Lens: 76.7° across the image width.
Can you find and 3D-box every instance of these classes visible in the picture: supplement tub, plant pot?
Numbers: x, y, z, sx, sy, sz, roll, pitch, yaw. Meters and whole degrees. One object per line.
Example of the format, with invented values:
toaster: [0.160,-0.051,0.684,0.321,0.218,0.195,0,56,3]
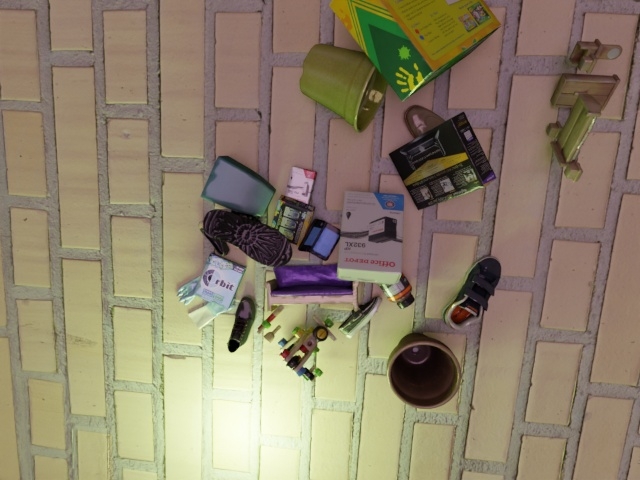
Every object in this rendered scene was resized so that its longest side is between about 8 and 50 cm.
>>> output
supplement tub: [0.284,0.166,1.570,0.106,0.106,0.198,-33,95,10]
plant pot: [0.381,0.464,1.544,0.263,0.229,0.263,1,99,6]
plant pot: [0.076,-0.554,1.412,0.254,0.276,0.276,26,101,13]
plant pot: [-0.300,-0.196,1.548,0.234,0.166,0.165,26,101,-7]

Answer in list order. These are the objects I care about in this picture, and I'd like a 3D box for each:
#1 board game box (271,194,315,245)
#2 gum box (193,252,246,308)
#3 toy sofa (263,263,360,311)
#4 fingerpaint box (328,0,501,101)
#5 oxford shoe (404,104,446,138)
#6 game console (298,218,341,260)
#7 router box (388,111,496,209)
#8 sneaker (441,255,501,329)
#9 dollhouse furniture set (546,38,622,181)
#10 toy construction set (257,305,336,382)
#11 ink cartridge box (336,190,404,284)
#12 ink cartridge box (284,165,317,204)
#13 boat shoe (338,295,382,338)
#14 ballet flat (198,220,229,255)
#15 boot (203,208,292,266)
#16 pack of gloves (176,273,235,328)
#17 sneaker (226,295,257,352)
board game box: [-0.112,-0.076,1.570,0.141,0.048,0.170,20,122,-1]
gum box: [-0.411,0.165,1.656,0.157,0.041,0.184,24,91,-1]
toy sofa: [-0.027,0.178,1.568,0.362,0.150,0.177,-2,91,6]
fingerpaint box: [0.309,-0.708,1.277,0.445,0.163,0.371,-42,95,-30]
oxford shoe: [0.445,-0.361,1.452,0.348,0.130,0.123,42,101,-2]
game console: [0.000,0.000,1.584,0.085,0.124,0.144,35,102,27]
router box: [0.409,-0.261,1.397,0.081,0.309,0.243,-32,97,-31]
sneaker: [0.589,0.209,1.536,0.126,0.127,0.321,31,100,2]
dollhouse furniture set: [0.885,-0.410,1.280,0.173,0.356,0.303,5,138,6]
toy construction set: [-0.077,0.370,1.614,0.309,0.257,0.237,41,83,21]
ink cartridge box: [0.183,-0.012,1.470,0.223,0.129,0.308,5,69,4]
ink cartridge box: [-0.077,-0.212,1.569,0.099,0.056,0.135,14,100,4]
boat shoe: [0.158,0.298,1.618,0.070,0.078,0.219,39,103,-2]
ballet flat: [-0.433,-0.011,1.642,0.057,0.049,0.173,-40,93,10]
boot: [-0.250,-0.017,1.517,0.348,0.260,0.131,29,90,3]
pack of gloves: [-0.483,0.243,1.692,0.232,0.046,0.195,-32,94,10]
sneaker: [-0.320,0.345,1.654,0.083,0.118,0.222,11,100,4]
